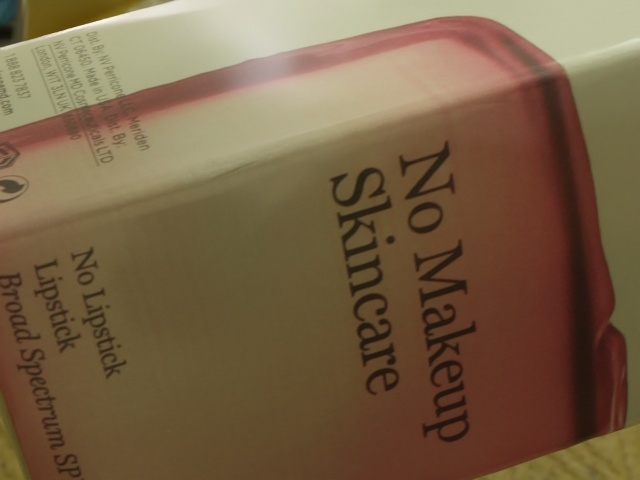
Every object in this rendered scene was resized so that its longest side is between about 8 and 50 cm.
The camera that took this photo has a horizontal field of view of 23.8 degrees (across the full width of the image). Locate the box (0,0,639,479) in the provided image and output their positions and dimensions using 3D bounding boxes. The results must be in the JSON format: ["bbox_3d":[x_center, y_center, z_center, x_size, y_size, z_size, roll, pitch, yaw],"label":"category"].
[{"bbox_3d":[0.000,0.000,0.512,0.232,0.149,0.127,-17,33,-10],"label":"box"}]
